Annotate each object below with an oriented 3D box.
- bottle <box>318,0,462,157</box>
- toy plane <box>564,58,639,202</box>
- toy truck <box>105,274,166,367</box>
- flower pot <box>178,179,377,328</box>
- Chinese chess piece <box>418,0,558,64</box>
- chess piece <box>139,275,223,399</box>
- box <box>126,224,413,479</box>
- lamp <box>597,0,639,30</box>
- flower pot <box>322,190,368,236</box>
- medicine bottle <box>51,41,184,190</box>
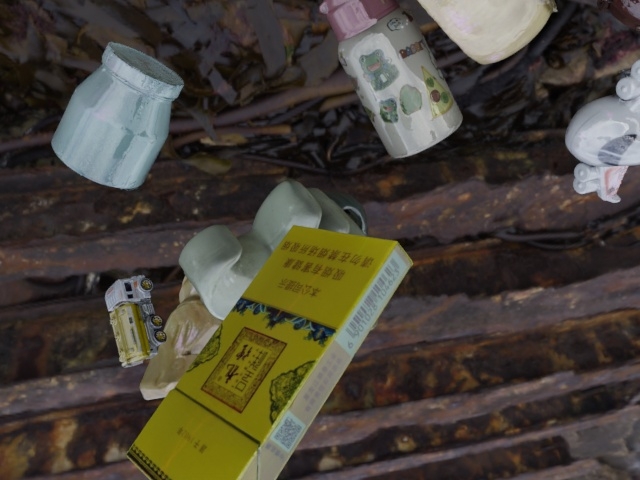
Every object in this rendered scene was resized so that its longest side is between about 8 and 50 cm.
[{"bbox_3d":[0.093,-0.248,0.837,0.120,0.120,0.253,-23,109,19],"label":"bottle"},{"bbox_3d":[0.476,-0.162,0.902,0.252,0.118,0.252,-14,137,-13],"label":"toy plane"},{"bbox_3d":[-0.260,0.112,0.846,0.063,0.123,0.052,-3,155,-45],"label":"toy truck"},{"bbox_3d":[-0.041,0.070,0.941,0.254,0.164,0.367,-33,145,-11],"label":"flower pot"},{"bbox_3d":[0.167,-0.344,0.739,0.270,0.270,0.112,27,127,-37],"label":"Chinese chess piece"},{"bbox_3d":[-0.247,0.178,1.173,0.137,0.301,0.137,6,130,7],"label":"chess piece"},{"bbox_3d":[-0.046,0.107,0.550,0.153,0.279,0.041,10,148,49],"label":"box"},{"bbox_3d":[0.498,-0.395,0.894,0.180,0.180,0.258,-32,179,28],"label":"lamp"},{"bbox_3d":[0.000,0.000,1.377,0.189,0.157,0.243,43,82,-27],"label":"flower pot"},{"bbox_3d":[-0.485,-0.308,1.491,0.245,0.245,0.290,22,113,-33],"label":"medicine bottle"}]
